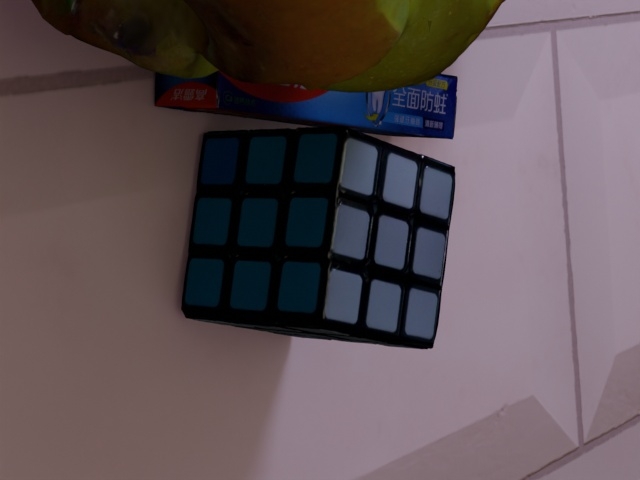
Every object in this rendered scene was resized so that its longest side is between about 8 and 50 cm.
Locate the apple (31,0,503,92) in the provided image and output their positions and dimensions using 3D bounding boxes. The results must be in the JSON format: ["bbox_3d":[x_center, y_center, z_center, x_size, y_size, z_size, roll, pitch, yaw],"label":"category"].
[{"bbox_3d":[-0.035,-0.251,0.974,0.384,0.374,0.374,54,52,-17],"label":"apple"}]

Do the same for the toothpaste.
[{"bbox_3d":[-0.002,-0.132,1.229,0.320,0.076,0.066,1,94,-49],"label":"toothpaste"}]

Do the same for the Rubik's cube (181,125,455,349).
[{"bbox_3d":[0.000,0.000,1.173,0.163,0.162,0.160,14,80,-48],"label":"Rubik's cube"}]
